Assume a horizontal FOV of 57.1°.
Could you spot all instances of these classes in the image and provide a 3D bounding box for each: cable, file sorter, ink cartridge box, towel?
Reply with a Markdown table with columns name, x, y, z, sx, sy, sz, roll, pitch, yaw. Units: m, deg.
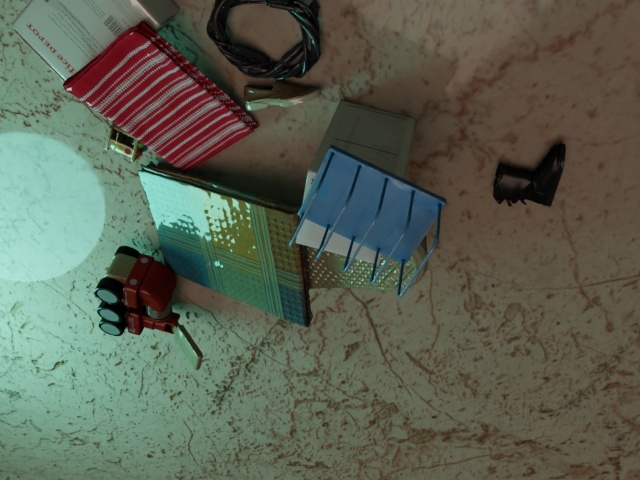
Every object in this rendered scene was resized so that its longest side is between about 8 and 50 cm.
| name | x | y | z | sx | sy | sz | roll | pitch | yaw |
| --- | --- | --- | --- | --- | --- | --- | --- | --- | --- |
| cable | -0.089 | -0.328 | 0.931 | 0.184 | 0.047 | 0.151 | 4 | 132 | 10 |
| file sorter | 0.058 | -0.020 | 0.765 | 0.170 | 0.104 | 0.118 | 25 | 126 | -3 |
| ink cartridge box | -0.362 | -0.357 | 0.948 | 0.218 | 0.092 | 0.158 | -29 | 115 | 30 |
| towel | -0.265 | -0.226 | 0.996 | 0.199 | 0.031 | 0.275 | -24 | 139 | 28 |
| towel | -0.181 | 0.006 | 1.132 | 0.370 | 0.040 | 0.271 | 17 | 132 | 28 |

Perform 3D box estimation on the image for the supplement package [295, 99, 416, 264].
| name | x | y | z | sx | sy | sz | roll | pitch | yaw |
| --- | --- | --- | --- | --- | --- | --- | --- | --- | --- |
| supplement package | 0.060 | -0.099 | 0.928 | 0.139 | 0.244 | 0.134 | 15 | 129 | 5 |

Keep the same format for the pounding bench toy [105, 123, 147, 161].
| name | x | y | z | sx | sy | sz | roll | pitch | yaw |
| --- | --- | --- | --- | --- | --- | --- | --- | --- | --- |
| pounding bench toy | -0.351 | -0.199 | 1.090 | 0.065 | 0.052 | 0.083 | 25 | 129 | -4 |

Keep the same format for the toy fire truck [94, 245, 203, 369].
| name | x | y | z | sx | sy | sz | roll | pitch | yaw |
| --- | --- | --- | --- | --- | --- | --- | --- | --- | --- |
| toy fire truck | -0.352 | 0.156 | 1.278 | 0.246 | 0.158 | 0.217 | 17 | 140 | -3 |

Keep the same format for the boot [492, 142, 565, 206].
| name | x | y | z | sx | sy | sz | roll | pitch | yaw |
| --- | --- | --- | --- | --- | --- | --- | --- | --- | --- |
| boot | 0.342 | -0.109 | 0.973 | 0.099 | 0.045 | 0.121 | 11 | 129 | 12 |

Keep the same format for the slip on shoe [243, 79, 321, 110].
| name | x | y | z | sx | sy | sz | roll | pitch | yaw |
| --- | --- | --- | --- | --- | --- | --- | --- | --- | --- |
| slip on shoe | -0.066 | -0.247 | 0.981 | 0.135 | 0.051 | 0.041 | -1 | 114 | 24 |

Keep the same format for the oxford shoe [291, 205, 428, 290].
| name | x | y | z | sx | sy | sz | roll | pitch | yaw |
| --- | --- | --- | --- | --- | --- | --- | --- | --- | --- |
| oxford shoe | 0.000 | 0.000 | 1.105 | 0.449 | 0.130 | 0.169 | 4 | 128 | 31 |
